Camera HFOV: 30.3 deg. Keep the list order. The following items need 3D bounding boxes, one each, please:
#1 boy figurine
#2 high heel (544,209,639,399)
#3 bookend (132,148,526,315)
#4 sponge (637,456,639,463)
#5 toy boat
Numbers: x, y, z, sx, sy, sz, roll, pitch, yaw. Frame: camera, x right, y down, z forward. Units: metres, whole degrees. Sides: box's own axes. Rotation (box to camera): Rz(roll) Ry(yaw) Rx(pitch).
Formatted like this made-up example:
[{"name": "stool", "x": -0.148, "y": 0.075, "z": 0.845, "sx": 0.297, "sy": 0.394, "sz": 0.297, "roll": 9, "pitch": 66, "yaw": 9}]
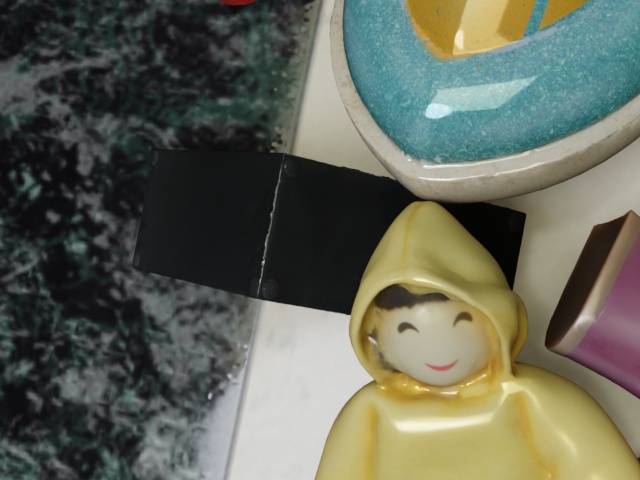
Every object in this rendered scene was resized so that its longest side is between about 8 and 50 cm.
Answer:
[{"name": "boy figurine", "x": 0.076, "y": 0.123, "z": 0.570, "sx": 0.177, "sy": 0.092, "sz": 0.285, "roll": 0, "pitch": 108, "yaw": 19}, {"name": "high heel", "x": 0.275, "y": -0.060, "z": 0.600, "sx": 0.181, "sy": 0.127, "sz": 0.377, "roll": 29, "pitch": 91, "yaw": -1}, {"name": "bookend", "x": 0.000, "y": 0.000, "z": 0.661, "sx": 0.157, "sy": 0.156, "sz": 0.072, "roll": 9, "pitch": 88, "yaw": 57}, {"name": "sponge", "x": 0.219, "y": 0.215, "z": 0.626, "sx": 0.117, "sy": 0.031, "sz": 0.210, "roll": -14, "pitch": 83, "yaw": 11}, {"name": "toy boat", "x": 0.048, "y": -0.158, "z": 0.609, "sx": 0.318, "sy": 0.148, "sz": 0.267, "roll": 17, "pitch": 65, "yaw": 22}]
